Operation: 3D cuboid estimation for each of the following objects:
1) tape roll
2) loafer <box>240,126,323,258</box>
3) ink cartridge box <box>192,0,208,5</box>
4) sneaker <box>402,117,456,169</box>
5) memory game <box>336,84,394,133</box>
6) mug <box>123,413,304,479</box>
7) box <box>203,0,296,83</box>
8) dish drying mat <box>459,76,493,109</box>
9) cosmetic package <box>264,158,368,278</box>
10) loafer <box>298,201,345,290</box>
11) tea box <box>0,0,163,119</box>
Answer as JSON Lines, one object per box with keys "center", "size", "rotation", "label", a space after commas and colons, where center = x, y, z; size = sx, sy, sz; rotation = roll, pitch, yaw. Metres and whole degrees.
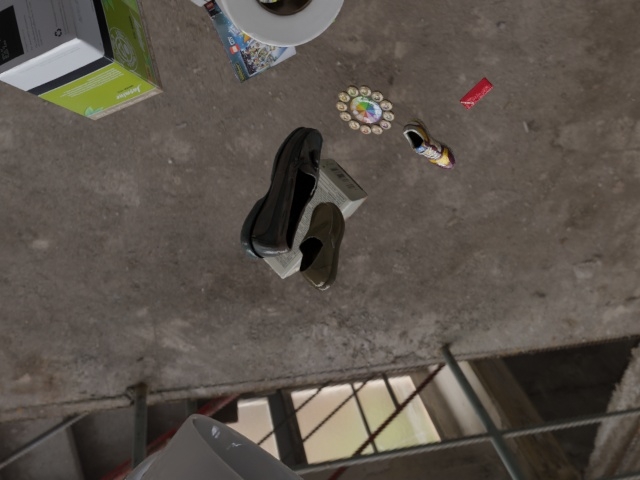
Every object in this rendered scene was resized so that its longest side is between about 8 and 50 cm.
{"center": [-0.087, -0.508, 1.083], "size": [0.246, 0.169, 0.246], "rotation": [-8, 121, -13], "label": "tape roll"}
{"center": [-0.039, -0.081, 0.943], "size": [0.084, 0.267, 0.096], "rotation": [3, 146, 33], "label": "loafer"}
{"center": [-0.243, -0.724, 1.322], "size": [0.166, 0.395, 0.285], "rotation": [33, 94, -25], "label": "ink cartridge box"}
{"center": [0.302, -0.258, 1.603], "size": [0.185, 0.084, 0.069], "rotation": [42, 132, -6], "label": "sneaker"}
{"center": [0.132, -0.387, 1.698], "size": [0.186, 0.012, 0.186], "rotation": [18, 148, 12], "label": "memory game"}
{"center": [-0.180, 0.418, 0.729], "size": [0.328, 0.374, 0.276], "rotation": [-53, 129, -11], "label": "mug"}
{"center": [-0.153, -0.479, 1.301], "size": [0.159, 0.044, 0.233], "rotation": [-29, 158, -3], "label": "box"}
{"center": [0.378, -0.356, 1.380], "size": [0.032, 0.008, 0.083], "rotation": [47, 130, -1], "label": "dish drying mat"}
{"center": [-0.034, -0.059, 1.502], "size": [0.153, 0.129, 0.296], "rotation": [48, 115, 9], "label": "cosmetic package"}
{"center": [0.000, 0.000, 0.830], "size": [0.056, 0.147, 0.050], "rotation": [-26, 137, 35], "label": "loafer"}
{"center": [-0.571, -0.503, 1.315], "size": [0.220, 0.323, 0.328], "rotation": [-18, 82, 13], "label": "tea box"}
